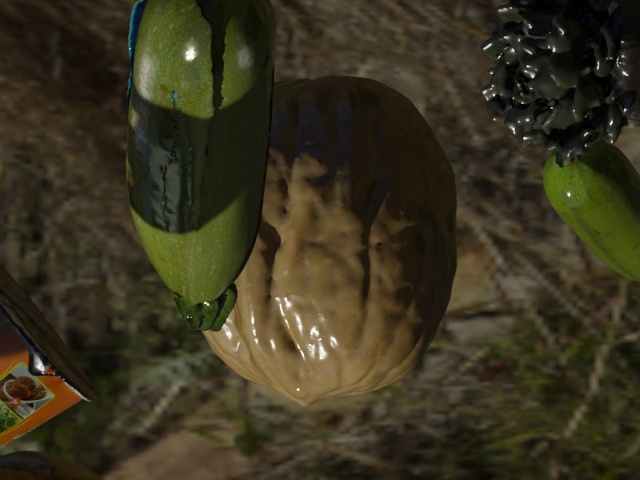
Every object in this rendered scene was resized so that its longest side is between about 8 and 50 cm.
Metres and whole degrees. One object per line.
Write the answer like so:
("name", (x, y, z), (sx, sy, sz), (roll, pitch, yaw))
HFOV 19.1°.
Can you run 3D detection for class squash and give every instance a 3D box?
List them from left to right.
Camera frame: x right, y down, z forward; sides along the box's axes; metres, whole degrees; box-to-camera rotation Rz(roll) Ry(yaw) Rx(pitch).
("squash", (-0.073, -0.052, 1.115), (0.094, 0.094, 0.341), (54, 158, 27))
("squash", (0.225, -0.019, 1.439), (0.066, 0.201, 0.066), (-15, 59, 26))

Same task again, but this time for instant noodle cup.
("instant noodle cup", (-0.341, 0.107, 1.694), (0.182, 0.230, 0.230), (-38, 61, -3))

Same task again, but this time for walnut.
("walnut", (0.000, 0.000, 1.500), (0.225, 0.225, 0.261), (3, 86, 39))

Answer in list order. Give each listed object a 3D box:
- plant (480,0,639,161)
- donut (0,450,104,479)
("plant", (0.157, -0.101, 1.038), (0.092, 0.143, 0.094), (81, 166, -48))
("donut", (-0.285, 0.415, 1.749), (0.449, 0.198, 0.449), (-18, 64, 43))
